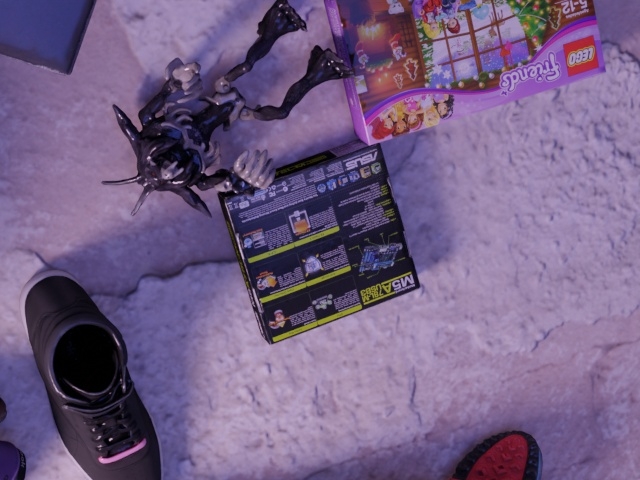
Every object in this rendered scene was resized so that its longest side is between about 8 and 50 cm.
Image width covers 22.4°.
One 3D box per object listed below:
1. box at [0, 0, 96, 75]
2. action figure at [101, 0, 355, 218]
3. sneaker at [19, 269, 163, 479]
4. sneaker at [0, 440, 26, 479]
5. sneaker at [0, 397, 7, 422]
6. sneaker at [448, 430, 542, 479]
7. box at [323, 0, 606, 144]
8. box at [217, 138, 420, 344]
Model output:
[{"bbox_3d":[-0.284,-0.337,1.507,0.183,0.294,0.296,17,98,-20],"label":"box"},{"bbox_3d":[-0.107,-0.129,1.697,0.276,0.141,0.164,-43,102,-3],"label":"action figure"},{"bbox_3d":[-0.237,0.183,1.739,0.105,0.147,0.295,-25,111,-11],"label":"sneaker"},{"bbox_3d":[-0.426,0.320,1.744,0.283,0.107,0.124,-44,146,16],"label":"sneaker"},{"bbox_3d":[-0.421,0.150,1.719,0.188,0.066,0.071,12,100,-20],"label":"sneaker"},{"bbox_3d":[0.203,0.356,1.957,0.125,0.104,0.261,34,75,-62],"label":"sneaker"},{"bbox_3d":[0.159,-0.244,1.788,0.293,0.057,0.201,-18,109,-11],"label":"box"},{"bbox_3d":[0.000,0.000,1.816,0.191,0.045,0.184,-21,111,-11],"label":"box"}]
